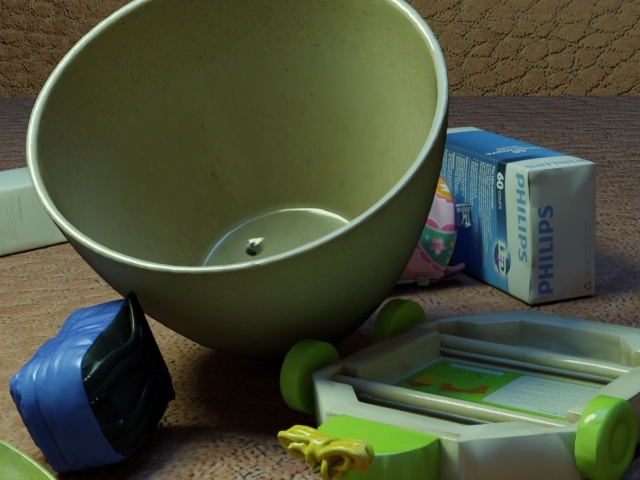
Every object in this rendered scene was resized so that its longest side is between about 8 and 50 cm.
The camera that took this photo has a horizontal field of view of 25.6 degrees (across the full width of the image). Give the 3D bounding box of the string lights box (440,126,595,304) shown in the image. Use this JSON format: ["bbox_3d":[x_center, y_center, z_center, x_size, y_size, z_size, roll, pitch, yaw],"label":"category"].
[{"bbox_3d":[0.182,-0.032,1.437,0.077,0.133,0.260,-7,15,-20],"label":"string lights box"}]

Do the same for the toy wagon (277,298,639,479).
[{"bbox_3d":[0.100,0.116,0.989,0.267,0.068,0.344,7,18,38],"label":"toy wagon"}]

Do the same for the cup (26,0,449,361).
[{"bbox_3d":[-0.049,-0.033,1.169,0.331,0.237,0.331,-6,50,7],"label":"cup"}]

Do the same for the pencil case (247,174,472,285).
[{"bbox_3d":[0.000,0.000,1.391,0.284,0.124,0.124,-7,14,-19],"label":"pencil case"}]

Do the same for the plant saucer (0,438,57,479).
[{"bbox_3d":[-0.255,0.165,0.795,0.241,0.037,0.241,17,19,-6],"label":"plant saucer"}]

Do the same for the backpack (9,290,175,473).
[{"bbox_3d":[-0.168,0.113,1.009,0.101,0.098,0.120,-21,17,17],"label":"backpack"}]

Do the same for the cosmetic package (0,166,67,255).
[{"bbox_3d":[-0.409,-0.027,1.657,0.231,0.085,0.117,-12,16,-39],"label":"cosmetic package"}]
